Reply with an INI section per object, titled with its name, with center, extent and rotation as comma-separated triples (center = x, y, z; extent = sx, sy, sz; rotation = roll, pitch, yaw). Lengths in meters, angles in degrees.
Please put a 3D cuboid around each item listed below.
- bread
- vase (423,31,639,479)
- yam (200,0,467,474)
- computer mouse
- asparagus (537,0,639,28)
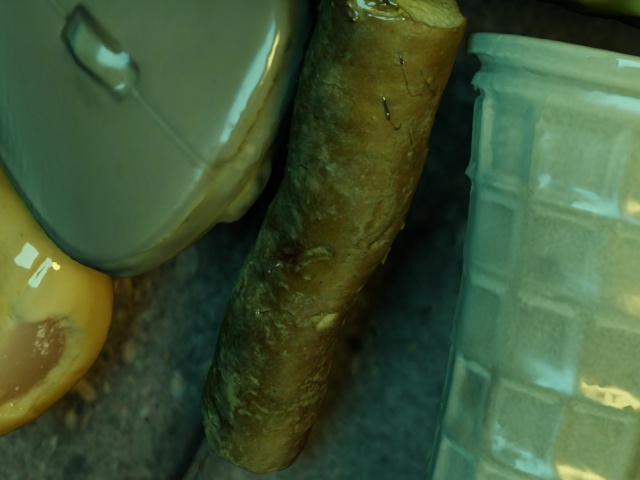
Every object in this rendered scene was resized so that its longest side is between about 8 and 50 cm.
[bread]
center = -0.231, -0.028, 0.640
extent = 0.305, 0.091, 0.142
rotation = 43, 103, 24
[vase]
center = 0.089, 0.084, 0.429
extent = 0.143, 0.143, 0.299
rotation = 18, 100, 30
[yam]
center = 0.000, 0.000, 0.468
extent = 0.061, 0.061, 0.253
rotation = 42, 134, 25
[computer mouse]
center = -0.118, -0.131, 0.547
extent = 0.197, 0.095, 0.331
rotation = -55, 48, 21
[asparagus]
center = 0.102, -0.121, 0.369
extent = 0.381, 0.128, 0.108
rotation = 12, 106, -14
